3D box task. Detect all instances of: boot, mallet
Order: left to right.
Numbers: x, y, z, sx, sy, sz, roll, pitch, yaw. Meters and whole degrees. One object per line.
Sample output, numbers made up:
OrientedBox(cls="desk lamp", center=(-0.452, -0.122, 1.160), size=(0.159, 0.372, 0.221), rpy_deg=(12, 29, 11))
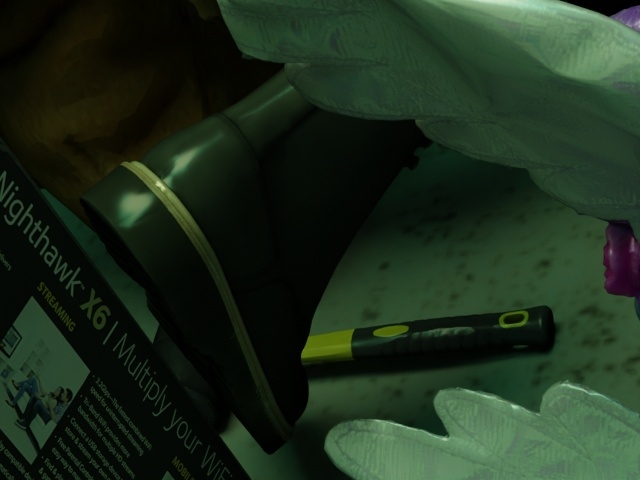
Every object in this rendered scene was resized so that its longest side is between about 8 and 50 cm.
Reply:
OrientedBox(cls="boot", center=(0.000, 0.000, 0.763), size=(0.137, 0.198, 0.077), rpy_deg=(-39, 66, -9))
OrientedBox(cls="mallet", center=(0.007, 0.053, 0.859), size=(0.189, 0.039, 0.062), rpy_deg=(-2, 47, 27))

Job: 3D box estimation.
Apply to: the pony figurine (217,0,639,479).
OrientedBox(cls="pony figurine", center=(0.159, 0.018, 0.641), size=(0.351, 0.303, 0.363), rpy_deg=(17, 43, 34))

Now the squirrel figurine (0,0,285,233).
OrientedBox(cls="squirrel figurine", center=(-0.102, -0.149, 0.824), size=(0.397, 0.370, 0.281), rpy_deg=(-14, 29, 48))

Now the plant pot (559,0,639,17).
OrientedBox(cls="plant pot", center=(0.156, -0.176, 0.902), size=(0.187, 0.188, 0.167), rpy_deg=(-22, 52, 12))

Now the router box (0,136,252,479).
OrientedBox(cls="router box", center=(-0.151, 0.113, 0.674), size=(0.081, 0.309, 0.243), rpy_deg=(5, 50, 38))
